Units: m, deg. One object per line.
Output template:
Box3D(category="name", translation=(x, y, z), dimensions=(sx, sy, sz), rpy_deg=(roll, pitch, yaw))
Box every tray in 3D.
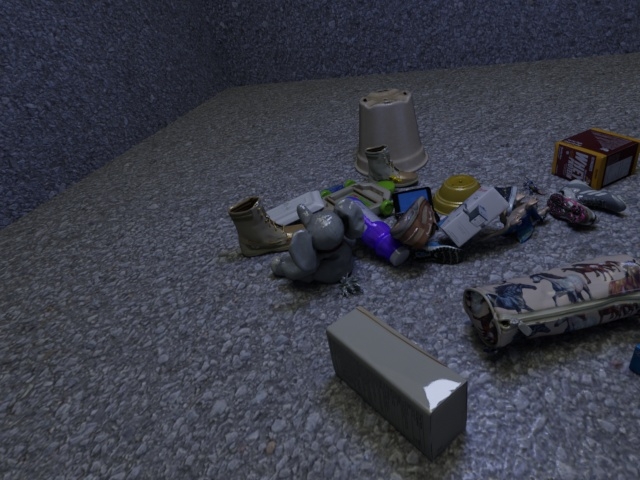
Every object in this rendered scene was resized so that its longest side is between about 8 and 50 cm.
Box3D(category="tray", translation=(-0.123, -0.116, 1.708), dimensions=(0.270, 0.030, 0.145), rpy_deg=(-24, 32, 4))

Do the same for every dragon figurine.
Box3D(category="dragon figurine", translation=(0.618, -0.051, 1.384), dimensions=(0.289, 0.144, 0.085), rpy_deg=(-45, 44, -12))

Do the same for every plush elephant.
Box3D(category="plush elephant", translation=(0.000, 0.000, 1.344), dimensions=(0.272, 0.255, 0.330), rpy_deg=(-28, 37, -24))

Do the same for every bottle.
Box3D(category="bottle", translation=(0.171, -0.031, 1.436), dimensions=(0.283, 0.092, 0.118), rpy_deg=(47, 19, 32))

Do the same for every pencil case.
Box3D(category="pencil case", translation=(0.563, 0.146, 1.037), dimensions=(0.410, 0.160, 0.183), rpy_deg=(-12, 17, -1))

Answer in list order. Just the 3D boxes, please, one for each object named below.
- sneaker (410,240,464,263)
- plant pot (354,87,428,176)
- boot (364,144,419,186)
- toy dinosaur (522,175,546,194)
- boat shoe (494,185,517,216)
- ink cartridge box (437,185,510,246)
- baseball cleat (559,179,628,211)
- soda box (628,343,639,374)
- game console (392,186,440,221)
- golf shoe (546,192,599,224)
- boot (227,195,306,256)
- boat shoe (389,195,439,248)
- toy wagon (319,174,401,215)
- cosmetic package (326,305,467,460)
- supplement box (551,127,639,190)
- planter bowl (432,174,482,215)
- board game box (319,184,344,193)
Box3D(category="sneaker", translation=(0.366, 0.026, 1.370), dimensions=(0.162, 0.063, 0.073), rpy_deg=(7, 34, 25))
Box3D(category="plant pot", translation=(0.298, -0.484, 1.931), dimensions=(0.334, 0.305, 0.334), rpy_deg=(-8, 34, 5))
Box3D(category="boot", translation=(0.288, -0.306, 1.792), dimensions=(0.213, 0.165, 0.077), rpy_deg=(5, 37, 26))
Box3D(category="toy dinosaur", translation=(0.772, -0.193, 1.612), dimensions=(0.090, 0.047, 0.082), rpy_deg=(32, 34, 4))
Box3D(category="boat shoe", translation=(0.635, -0.136, 1.533), dimensions=(0.083, 0.065, 0.183), rpy_deg=(5, 30, 25))
Box3D(category="ink cartridge box", translation=(0.466, -0.076, 1.357), dimensions=(0.191, 0.082, 0.139), rpy_deg=(-43, 1, 11))
Box3D(category="baseball cleat", translation=(0.888, -0.130, 1.452), dimensions=(0.109, 0.072, 0.206), rpy_deg=(-33, 34, -4))
Box3D(category="soda box", translation=(0.736, 0.281, 0.864), dimensions=(0.067, 0.071, 0.210), rpy_deg=(-22, 35, -17))
Box3D(category="game console", translation=(0.340, -0.119, 1.570), dimensions=(0.144, 0.085, 0.124), rpy_deg=(-11, 33, 0))
Box3D(category="golf shoe", translation=(0.811, -0.095, 1.425), dimensions=(0.086, 0.067, 0.186), rpy_deg=(15, 23, -18))
Box3D(category="boot", translation=(-0.174, -0.063, 1.537), dimensions=(0.262, 0.203, 0.095), rpy_deg=(-13, 34, 0))
Box3D(category="boat shoe", translation=(0.311, -0.050, 1.405), dimensions=(0.116, 0.123, 0.324), rpy_deg=(41, 31, 5))
Box3D(category="toy wagon", translation=(0.168, -0.158, 1.701), dimensions=(0.344, 0.068, 0.267), rpy_deg=(-25, 36, -20))
Box3D(category="cosmetic package", translation=(0.155, 0.292, 0.950), dimensions=(0.113, 0.160, 0.309), rpy_deg=(-30, 39, -27))
Box3D(category="supplement box", translation=(0.997, -0.300, 1.601), dimensions=(0.194, 0.129, 0.191), rpy_deg=(-22, 35, -16))
Box3D(category="planter bowl", translation=(0.512, -0.180, 1.607), dimensions=(0.217, 0.090, 0.217), rpy_deg=(-8, 34, 5))
Box3D(category="board game box", translation=(0.039, -0.206, 1.826), dimensions=(0.090, 0.020, 0.090), rpy_deg=(-25, 12, -20))
